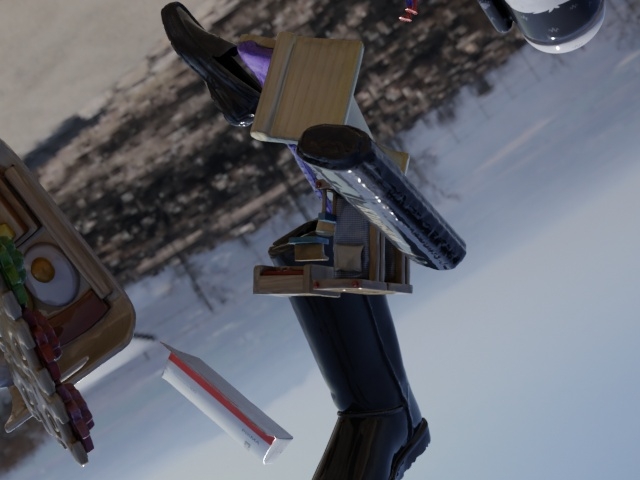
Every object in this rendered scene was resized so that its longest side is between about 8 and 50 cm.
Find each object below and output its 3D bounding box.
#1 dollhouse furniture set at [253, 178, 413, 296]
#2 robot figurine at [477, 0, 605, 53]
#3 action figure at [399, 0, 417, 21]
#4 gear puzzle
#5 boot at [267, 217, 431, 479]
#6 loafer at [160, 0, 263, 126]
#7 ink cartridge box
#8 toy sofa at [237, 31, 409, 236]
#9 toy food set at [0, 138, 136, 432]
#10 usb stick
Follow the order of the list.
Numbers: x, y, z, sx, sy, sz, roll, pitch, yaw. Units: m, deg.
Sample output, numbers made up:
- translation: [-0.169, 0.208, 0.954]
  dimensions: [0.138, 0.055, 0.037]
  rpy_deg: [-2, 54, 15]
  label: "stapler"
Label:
- translation: [0.000, 0.000, 1.323]
  dimensions: [0.183, 0.129, 0.129]
  rpy_deg: [-3, 173, 32]
  label: "dollhouse furniture set"
- translation: [0.416, -0.470, 2.024]
  dimensions: [0.173, 0.209, 0.278]
  rpy_deg: [-58, 137, -14]
  label: "robot figurine"
- translation: [0.137, -0.393, 1.695]
  dimensions: [0.030, 0.115, 0.038]
  rpy_deg: [14, 154, -11]
  label: "action figure"
- translation: [-0.291, 0.039, 1.025]
  dimensions: [0.044, 0.339, 0.175]
  rpy_deg: [-28, -156, -24]
  label: "gear puzzle"
- translation: [0.023, 0.203, 1.795]
  dimensions: [0.146, 0.445, 0.367]
  rpy_deg: [-7, -162, 27]
  label: "boot"
- translation: [-0.156, -0.276, 1.668]
  dimensions: [0.078, 0.223, 0.076]
  rpy_deg: [-39, 175, 26]
  label: "loafer"
- translation: [-0.137, 0.222, 1.480]
  dimensions: [0.066, 0.189, 0.232]
  rpy_deg: [-51, 168, 0]
  label: "ink cartridge box"
- translation: [-0.003, -0.132, 1.526]
  dimensions: [0.177, 0.150, 0.362]
  rpy_deg: [8, 162, 17]
  label: "toy sofa"
- translation: [-0.381, 0.049, 1.275]
  dimensions: [0.219, 0.306, 0.092]
  rpy_deg: [-36, -176, 24]
  label: "toy food set"
- translation: [0.065, -0.036, 1.059]
  dimensions: [0.077, 0.045, 0.278]
  rpy_deg: [9, 164, 31]
  label: "usb stick"
